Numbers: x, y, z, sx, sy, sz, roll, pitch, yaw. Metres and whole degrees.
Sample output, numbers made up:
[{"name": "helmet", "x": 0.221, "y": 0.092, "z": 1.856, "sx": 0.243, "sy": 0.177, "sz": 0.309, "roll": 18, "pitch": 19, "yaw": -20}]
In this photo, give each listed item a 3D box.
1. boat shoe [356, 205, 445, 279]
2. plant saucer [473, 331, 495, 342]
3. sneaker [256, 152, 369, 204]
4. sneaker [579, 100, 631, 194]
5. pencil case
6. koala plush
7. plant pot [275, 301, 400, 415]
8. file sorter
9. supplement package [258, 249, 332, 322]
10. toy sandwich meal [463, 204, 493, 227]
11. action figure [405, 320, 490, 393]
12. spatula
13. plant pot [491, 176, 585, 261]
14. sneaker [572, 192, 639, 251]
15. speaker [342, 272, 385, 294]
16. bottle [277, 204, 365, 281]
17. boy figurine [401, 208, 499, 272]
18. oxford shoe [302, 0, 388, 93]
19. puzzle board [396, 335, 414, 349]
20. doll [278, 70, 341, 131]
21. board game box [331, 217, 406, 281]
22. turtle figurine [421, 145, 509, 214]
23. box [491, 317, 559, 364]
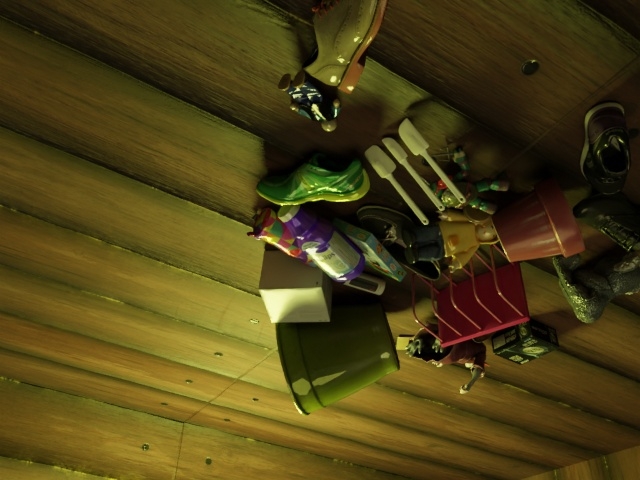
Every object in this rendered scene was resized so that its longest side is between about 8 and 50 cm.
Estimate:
[{"name": "boat shoe", "x": 0.239, "y": 0.009, "z": 1.673, "sx": 0.335, "sy": 0.095, "sz": 0.112, "roll": 30, "pitch": 135, "yaw": -30}, {"name": "plant saucer", "x": 0.557, "y": 0.264, "z": 1.965, "sx": 0.168, "sy": 0.029, "sz": 0.168, "roll": -19, "pitch": 125, "yaw": -30}, {"name": "sneaker", "x": -0.022, "y": -0.162, "z": 1.491, "sx": 0.295, "sy": 0.109, "sz": 0.123, "roll": -4, "pitch": 115, "yaw": 16}, {"name": "sneaker", "x": 0.673, "y": -0.179, "z": 1.371, "sx": 0.107, "sy": 0.124, "sz": 0.283, "roll": -13, "pitch": 140, "yaw": 21}, {"name": "pencil case", "x": -0.089, "y": -0.007, "z": 1.680, "sx": 0.236, "sy": 0.104, "sz": 0.104, "roll": 28, "pitch": 136, "yaw": -27}, {"name": "koala plush", "x": 0.835, "y": 0.122, "z": 1.715, "sx": 0.221, "sy": 0.203, "sz": 0.196, "roll": -23, "pitch": 137, "yaw": 14}, {"name": "plant pot", "x": 0.073, "y": 0.370, "z": 1.984, "sx": 0.353, "sy": 0.366, "sz": 0.366, "roll": -16, "pitch": 139, "yaw": 7}, {"name": "file sorter", "x": 0.441, "y": 0.159, "z": 1.766, "sx": 0.291, "sy": 0.202, "sz": 0.182, "roll": -26, "pitch": 132, "yaw": 33}, {"name": "supplement package", "x": -0.073, "y": 0.144, "z": 1.829, "sx": 0.194, "sy": 0.149, "sz": 0.203, "roll": -3, "pitch": 142, "yaw": 8}, {"name": "toy sandwich meal", "x": 0.422, "y": -0.072, "z": 1.568, "sx": 0.086, "sy": 0.085, "sz": 0.029, "roll": 4, "pitch": 150, "yaw": 0}, {"name": "action figure", "x": 0.491, "y": 0.381, "z": 2.119, "sx": 0.370, "sy": 0.248, "sz": 0.275, "roll": 16, "pitch": 99, "yaw": -35}, {"name": "spatula", "x": 0.229, "y": -0.159, "z": 1.420, "sx": 0.242, "sy": 0.019, "sz": 0.168, "roll": 50, "pitch": 131, "yaw": -5}, {"name": "plant pot", "x": 0.544, "y": -0.036, "z": 1.487, "sx": 0.180, "sy": 0.201, "sz": 0.201, "roll": -23, "pitch": 136, "yaw": 18}, {"name": "sneaker", "x": 0.801, "y": -0.039, "z": 1.539, "sx": 0.286, "sy": 0.130, "sz": 0.109, "roll": 14, "pitch": 143, "yaw": -11}, {"name": "speaker", "x": 0.138, "y": 0.132, "z": 1.875, "sx": 0.136, "sy": 0.055, "sz": 0.055, "roll": 19, "pitch": 140, "yaw": -18}, {"name": "bottle", "x": 0.000, "y": 0.000, "z": 1.604, "sx": 0.118, "sy": 0.092, "sz": 0.283, "roll": -21, "pitch": 126, "yaw": 39}, {"name": "boy figurine", "x": 0.371, "y": -0.002, "z": 1.605, "sx": 0.285, "sy": 0.177, "sz": 0.092, "roll": -9, "pitch": -175, "yaw": -7}, {"name": "oxford shoe", "x": 0.050, "y": -0.430, "z": 1.105, "sx": 0.130, "sy": 0.123, "sz": 0.348, "roll": 15, "pitch": 140, "yaw": -6}, {"name": "puzzle board", "x": 0.356, "y": 0.390, "z": 2.227, "sx": 0.128, "sy": 0.011, "sz": 0.096, "roll": 0, "pitch": 141, "yaw": 3}, {"name": "doll", "x": -0.019, "y": -0.307, "z": 1.315, "sx": 0.129, "sy": 0.046, "sz": 0.189, "roll": 1, "pitch": 159, "yaw": 34}, {"name": "board game box", "x": 0.137, "y": 0.026, "z": 1.678, "sx": 0.160, "sy": 0.039, "sz": 0.211, "roll": 26, "pitch": 165, "yaw": 48}, {"name": "turtle figurine", "x": 0.349, "y": -0.133, "z": 1.474, "sx": 0.234, "sy": 0.118, "sz": 0.175, "roll": 9, "pitch": 142, "yaw": -17}, {"name": "box", "x": 0.736, "y": 0.367, "z": 2.109, "sx": 0.147, "sy": 0.077, "sz": 0.180, "roll": 24, "pitch": 138, "yaw": -25}]
